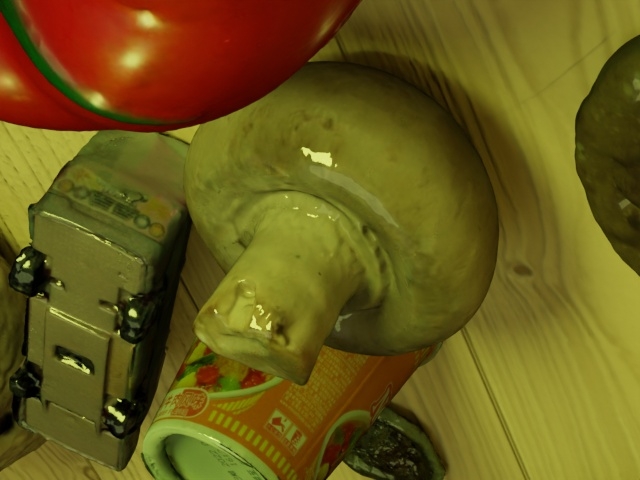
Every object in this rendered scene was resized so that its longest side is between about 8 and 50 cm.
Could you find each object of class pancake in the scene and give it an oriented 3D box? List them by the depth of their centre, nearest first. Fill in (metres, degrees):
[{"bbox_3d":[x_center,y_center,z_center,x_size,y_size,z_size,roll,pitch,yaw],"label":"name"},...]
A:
[{"bbox_3d":[0.245,-0.022,1.080,0.241,0.050,0.242,23,147,16],"label":"pancake"},{"bbox_3d":[0.047,0.157,1.513,0.108,0.017,0.108,19,145,14],"label":"pancake"}]

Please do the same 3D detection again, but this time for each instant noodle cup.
[{"bbox_3d":[-0.028,0.097,1.346,0.168,0.185,0.168,22,145,17],"label":"instant noodle cup"}]

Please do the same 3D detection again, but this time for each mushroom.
[{"bbox_3d":[0.000,0.000,1.185,0.204,0.204,0.204,23,146,17],"label":"mushroom"}]

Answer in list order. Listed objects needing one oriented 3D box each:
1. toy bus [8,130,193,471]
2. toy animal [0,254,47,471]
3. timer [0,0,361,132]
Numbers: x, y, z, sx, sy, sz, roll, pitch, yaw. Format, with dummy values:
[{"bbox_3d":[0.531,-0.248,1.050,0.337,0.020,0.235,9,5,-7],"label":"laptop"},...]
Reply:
[{"bbox_3d":[-0.154,0.042,1.436,0.112,0.138,0.317,25,146,3],"label":"toy bus"},{"bbox_3d":[-0.351,0.072,1.552,0.358,0.226,0.188,54,162,-26],"label":"toy animal"},{"bbox_3d":[-0.128,-0.231,0.926,0.378,0.279,0.378,23,149,15],"label":"timer"}]
